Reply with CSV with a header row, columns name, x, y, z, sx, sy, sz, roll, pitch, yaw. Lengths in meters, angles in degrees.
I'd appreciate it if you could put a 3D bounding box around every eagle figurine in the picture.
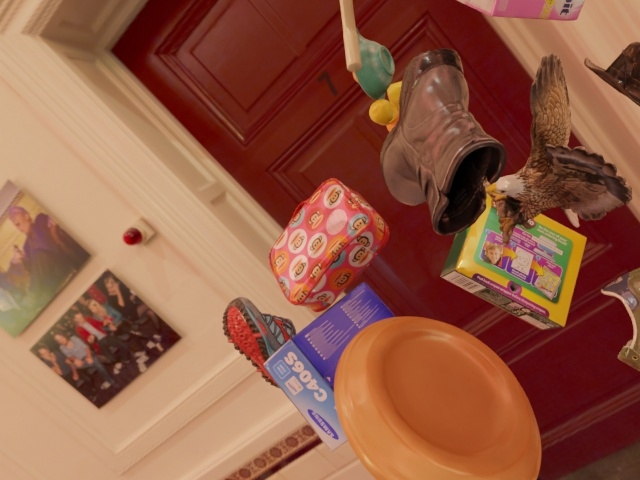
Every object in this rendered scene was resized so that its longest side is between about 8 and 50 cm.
name,x,y,z,sx,sy,sz,roll,pitch,yaw
eagle figurine,0.385,-0.118,0.688,0.225,0.226,0.298,-41,-17,-28

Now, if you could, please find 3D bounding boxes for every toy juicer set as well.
name,x,y,z,sx,sy,sz,roll,pitch,yaw
toy juicer set,0.108,-0.356,0.896,0.089,0.329,0.209,-14,56,37

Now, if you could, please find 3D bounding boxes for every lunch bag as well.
name,x,y,z,sx,sy,sz,roll,pitch,yaw
lunch bag,0.000,0.000,0.993,0.293,0.120,0.258,-49,46,14

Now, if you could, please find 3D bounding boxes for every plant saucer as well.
name,x,y,z,sx,sy,sz,roll,pitch,yaw
plant saucer,0.113,0.146,0.382,0.200,0.199,0.037,-56,-15,-52

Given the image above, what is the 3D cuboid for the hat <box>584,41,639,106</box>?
name,x,y,z,sx,sy,sz,roll,pitch,yaw
hat,0.885,-0.441,1.072,0.134,0.331,0.331,-59,-2,39

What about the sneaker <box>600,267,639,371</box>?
name,x,y,z,sx,sy,sz,roll,pitch,yaw
sneaker,0.351,0.119,0.403,0.086,0.192,0.064,-22,-17,37

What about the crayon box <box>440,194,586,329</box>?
name,x,y,z,sx,sy,sz,roll,pitch,yaw
crayon box,0.599,0.050,1.250,0.313,0.362,0.106,-62,1,-21

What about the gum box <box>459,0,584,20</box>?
name,x,y,z,sx,sy,sz,roll,pitch,yaw
gum box,0.246,-0.341,0.528,0.188,0.107,0.062,-96,8,-51

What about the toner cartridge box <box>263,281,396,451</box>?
name,x,y,z,sx,sy,sz,roll,pitch,yaw
toner cartridge box,0.057,0.198,0.739,0.075,0.165,0.348,-47,-12,23

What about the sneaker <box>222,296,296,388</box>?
name,x,y,z,sx,sy,sz,roll,pitch,yaw
sneaker,-0.118,0.210,0.900,0.104,0.262,0.125,-10,33,31

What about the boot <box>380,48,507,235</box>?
name,x,y,z,sx,sy,sz,roll,pitch,yaw
boot,0.175,-0.097,0.647,0.118,0.223,0.338,-10,-29,3
